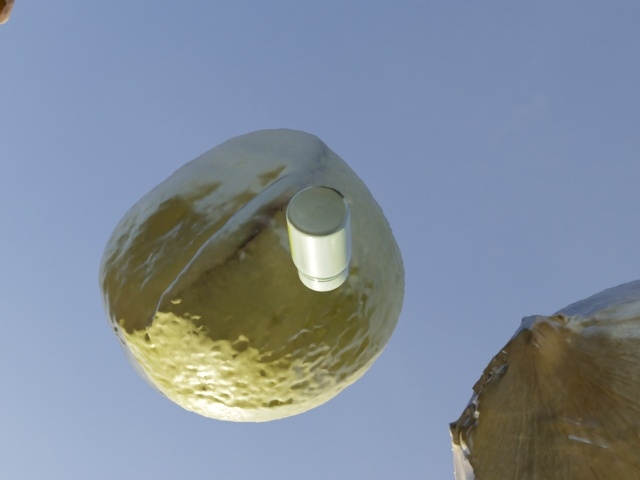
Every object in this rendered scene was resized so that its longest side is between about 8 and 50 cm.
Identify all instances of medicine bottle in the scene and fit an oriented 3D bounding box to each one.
[{"bbox_3d":[0.000,0.000,0.756,0.047,0.047,0.083,37,-25,24],"label":"medicine bottle"}]

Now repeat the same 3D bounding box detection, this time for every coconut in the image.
[{"bbox_3d":[0.288,0.201,0.868,0.404,0.404,0.405,4,-83,32],"label":"coconut"}]

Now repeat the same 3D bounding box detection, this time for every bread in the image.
[{"bbox_3d":[-0.068,0.038,1.064,0.320,0.320,0.237,-1,-54,32],"label":"bread"}]

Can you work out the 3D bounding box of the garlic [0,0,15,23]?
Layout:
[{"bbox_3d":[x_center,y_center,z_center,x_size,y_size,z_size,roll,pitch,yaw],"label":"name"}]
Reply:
[{"bbox_3d":[-0.472,-0.328,1.167,0.217,0.228,0.110,-33,-140,-1],"label":"garlic"}]
